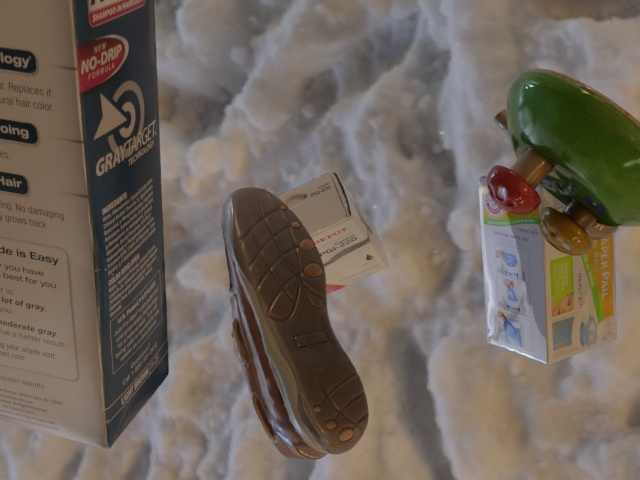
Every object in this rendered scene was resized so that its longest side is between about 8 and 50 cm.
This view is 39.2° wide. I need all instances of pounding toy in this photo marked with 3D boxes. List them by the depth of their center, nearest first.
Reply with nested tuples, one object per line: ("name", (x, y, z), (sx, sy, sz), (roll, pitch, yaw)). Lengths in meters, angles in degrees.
("pounding toy", (0.213, -0.048, 0.813), (0.183, 0.237, 0.110), (41, 88, 3))

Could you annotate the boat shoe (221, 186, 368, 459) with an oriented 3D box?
("boat shoe", (-0.057, 0.095, 1.017), (0.116, 0.123, 0.324), (-36, 63, 40))

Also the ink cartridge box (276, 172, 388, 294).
("ink cartridge box", (0.000, 0.000, 1.437), (0.159, 0.218, 0.092), (-25, 59, 9))

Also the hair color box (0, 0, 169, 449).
("hair color box", (-0.204, -0.042, 0.609), (0.174, 0.105, 0.347), (10, 118, 14))

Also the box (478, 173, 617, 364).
("box", (0.258, 0.020, 1.019), (0.103, 0.114, 0.203), (17, 117, 57))
